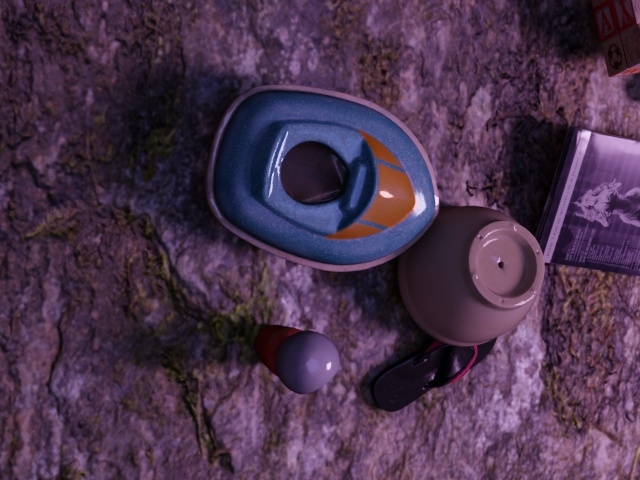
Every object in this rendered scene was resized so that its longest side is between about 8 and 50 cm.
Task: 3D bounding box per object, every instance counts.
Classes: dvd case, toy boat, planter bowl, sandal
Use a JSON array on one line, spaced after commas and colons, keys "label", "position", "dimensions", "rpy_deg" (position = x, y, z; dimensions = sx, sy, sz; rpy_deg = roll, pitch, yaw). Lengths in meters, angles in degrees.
[{"label": "dvd case", "position": [0.366, -0.040, 1.644], "dimensions": [0.221, 0.018, 0.164], "rpy_deg": [8, 107, -24]}, {"label": "toy boat", "position": [0.000, 0.000, 1.470], "dimensions": [0.268, 0.148, 0.318], "rpy_deg": [11, 92, -21]}, {"label": "planter bowl", "position": [0.181, 0.034, 1.540], "dimensions": [0.162, 0.109, 0.162], "rpy_deg": [4, 80, -22]}, {"label": "sandal", "position": [0.141, 0.139, 1.593], "dimensions": [0.179, 0.040, 0.067], "rpy_deg": [-35, 106, -13]}]

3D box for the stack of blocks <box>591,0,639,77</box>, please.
[{"label": "stack of blocks", "position": [0.466, -0.302, 1.618], "dimensions": [0.297, 0.087, 0.171], "rpy_deg": [-12, 86, -19]}]
